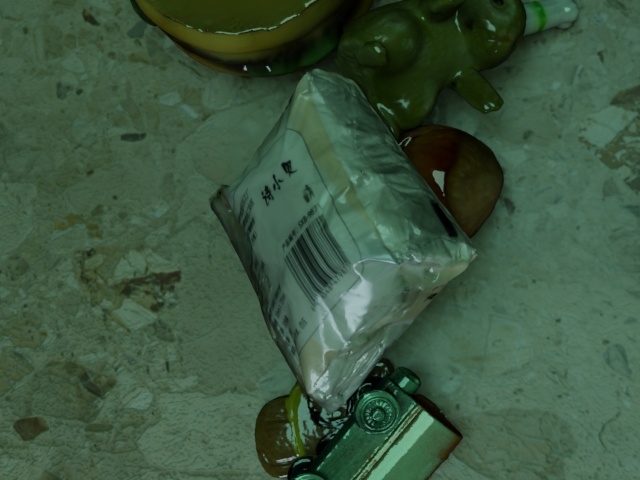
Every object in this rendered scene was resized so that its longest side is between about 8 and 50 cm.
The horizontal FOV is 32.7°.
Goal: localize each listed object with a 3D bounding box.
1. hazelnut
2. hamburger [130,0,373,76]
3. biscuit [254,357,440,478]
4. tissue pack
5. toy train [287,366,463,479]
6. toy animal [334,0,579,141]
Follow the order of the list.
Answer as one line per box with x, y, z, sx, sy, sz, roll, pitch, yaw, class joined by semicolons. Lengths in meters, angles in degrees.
0.175;-0.085;1.573;0.182;0.182;0.182;-1;87;12;hazelnut
-0.101;-0.420;1.586;0.396;0.277;0.395;-1;83;8;hamburger
0.040;0.288;1.639;0.290;0.041;0.208;-12;85;12;biscuit
0.000;0.000;1.510;0.375;0.195;0.390;-50;60;43;tissue pack
0.073;0.323;1.562;0.177;0.116;0.285;39;93;-4;toy train
0.203;-0.290;1.519;0.363;0.180;0.181;-23;123;0;toy animal
